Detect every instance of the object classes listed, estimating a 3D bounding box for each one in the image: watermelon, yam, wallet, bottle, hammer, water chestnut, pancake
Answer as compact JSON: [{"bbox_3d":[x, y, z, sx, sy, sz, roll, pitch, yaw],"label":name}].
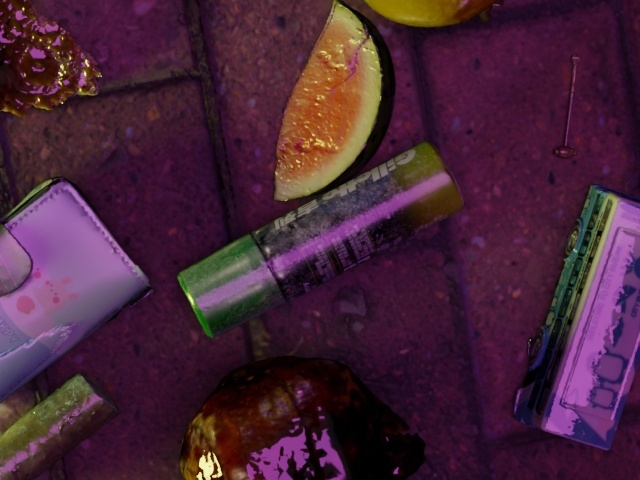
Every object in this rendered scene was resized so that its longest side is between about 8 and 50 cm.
[{"bbox_3d":[0.021,-0.151,1.883,0.119,0.063,0.245,18,97,10],"label":"watermelon"},{"bbox_3d":[-0.312,0.221,1.856,0.169,0.068,0.068,-37,97,-2],"label":"yam"},{"bbox_3d":[-0.337,0.061,1.838,0.250,0.075,0.176,-38,101,-4],"label":"wallet"},{"bbox_3d":[0.000,0.000,1.867,0.330,0.093,0.093,-28,97,-5],"label":"bottle"},{"bbox_3d":[0.297,-0.158,1.935,0.029,0.014,0.123,6,92,-16],"label":"hammer"},{"bbox_3d":[-0.025,0.257,1.798,0.244,0.289,0.289,2,94,17],"label":"water chestnut"},{"bbox_3d":[-0.351,-0.226,1.802,0.244,0.057,0.266,16,105,-17],"label":"pancake"}]

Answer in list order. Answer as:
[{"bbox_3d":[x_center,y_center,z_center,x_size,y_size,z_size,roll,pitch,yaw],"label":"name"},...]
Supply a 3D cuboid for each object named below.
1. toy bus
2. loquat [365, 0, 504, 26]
[{"bbox_3d":[0.323,0.089,1.896,0.106,0.131,0.297,18,92,-9],"label":"toy bus"},{"bbox_3d":[0.130,-0.330,1.813,0.213,0.213,0.246,-49,129,-2],"label":"loquat"}]
